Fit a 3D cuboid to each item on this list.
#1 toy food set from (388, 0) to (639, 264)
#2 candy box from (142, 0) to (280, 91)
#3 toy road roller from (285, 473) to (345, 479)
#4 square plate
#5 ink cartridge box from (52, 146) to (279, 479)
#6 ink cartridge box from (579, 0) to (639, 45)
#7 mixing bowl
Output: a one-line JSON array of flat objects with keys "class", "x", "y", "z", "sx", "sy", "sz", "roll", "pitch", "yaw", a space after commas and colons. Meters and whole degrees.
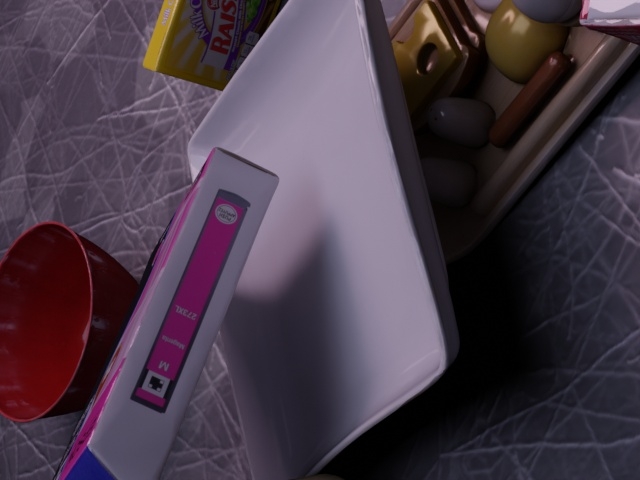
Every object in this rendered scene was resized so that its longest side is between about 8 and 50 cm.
[{"class": "toy food set", "x": 0.107, "y": -0.157, "z": 1.462, "sx": 0.306, "sy": 0.092, "sz": 0.220, "roll": -52, "pitch": 45, "yaw": 32}, {"class": "candy box", "x": -0.075, "y": -0.231, "z": 1.701, "sx": 0.027, "sy": 0.105, "sz": 0.206, "roll": 28, "pitch": 101, "yaw": 50}, {"class": "toy road roller", "x": 0.025, "y": 0.305, "z": 1.350, "sx": 0.329, "sy": 0.202, "sz": 0.240, "roll": 8, "pitch": 101, "yaw": 54}, {"class": "square plate", "x": 0.000, "y": 0.000, "z": 1.516, "sx": 0.347, "sy": 0.049, "sz": 0.344, "roll": 132, "pitch": 130, "yaw": -56}, {"class": "ink cartridge box", "x": -0.135, "y": 0.119, "z": 1.476, "sx": 0.176, "sy": 0.069, "sz": 0.371, "roll": -54, "pitch": 15, "yaw": 52}, {"class": "ink cartridge box", "x": 0.280, "y": -0.179, "z": 1.156, "sx": 0.100, "sy": 0.237, "sz": 0.172, "roll": 5, "pitch": 83, "yaw": 54}, {"class": "mixing bowl", "x": -0.218, "y": 0.079, "z": 1.786, "sx": 0.181, "sy": 0.098, "sz": 0.181, "roll": -18, "pitch": 67, "yaw": 47}]
